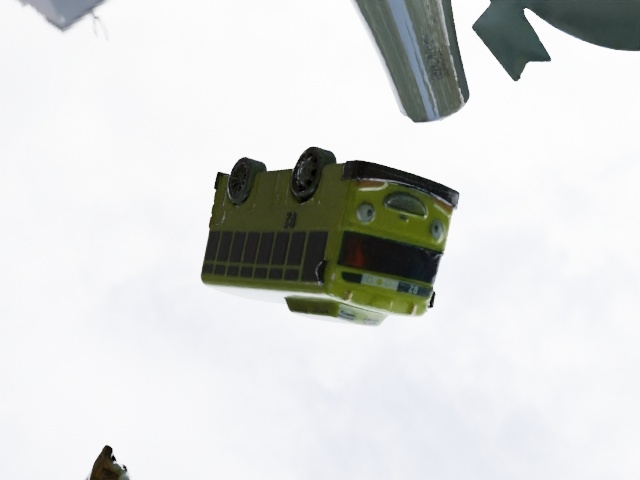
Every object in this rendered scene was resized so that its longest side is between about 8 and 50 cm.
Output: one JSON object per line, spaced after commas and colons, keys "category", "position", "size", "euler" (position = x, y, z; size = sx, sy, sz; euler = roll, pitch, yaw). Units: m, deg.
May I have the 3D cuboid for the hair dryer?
{"category": "hair dryer", "position": [0.073, -0.175, 0.552], "size": [0.224, 0.219, 0.088], "euler": [-14, -153, -27]}

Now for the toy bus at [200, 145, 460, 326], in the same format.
{"category": "toy bus", "position": [0.000, 0.000, 0.992], "size": [0.262, 0.128, 0.150], "euler": [1, -102, 57]}

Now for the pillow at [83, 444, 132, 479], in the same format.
{"category": "pillow", "position": [-0.254, 0.440, 1.211], "size": [0.119, 0.312, 0.310], "euler": [-2, -122, -39]}

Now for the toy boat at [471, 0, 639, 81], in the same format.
{"category": "toy boat", "position": [0.238, -0.197, 0.687], "size": [0.291, 0.220, 0.067], "euler": [-28, -161, 3]}
